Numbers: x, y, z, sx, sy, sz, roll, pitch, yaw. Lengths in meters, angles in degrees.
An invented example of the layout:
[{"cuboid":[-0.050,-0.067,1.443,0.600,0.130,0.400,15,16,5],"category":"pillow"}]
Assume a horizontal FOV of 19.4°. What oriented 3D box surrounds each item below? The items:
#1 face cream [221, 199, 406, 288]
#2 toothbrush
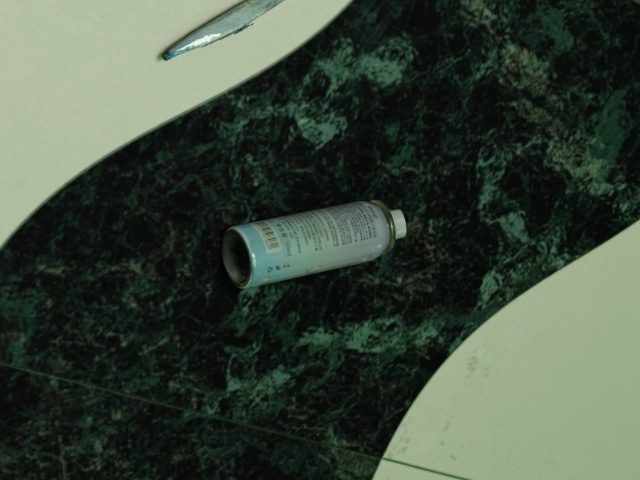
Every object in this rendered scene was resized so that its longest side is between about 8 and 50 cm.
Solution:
[{"cuboid":[0.000,0.000,2.173,0.229,0.075,0.075,-11,118,-30],"category":"face cream"},{"cuboid":[-0.002,-0.296,2.058,0.413,0.035,0.042,-33,106,-19],"category":"toothbrush"}]
